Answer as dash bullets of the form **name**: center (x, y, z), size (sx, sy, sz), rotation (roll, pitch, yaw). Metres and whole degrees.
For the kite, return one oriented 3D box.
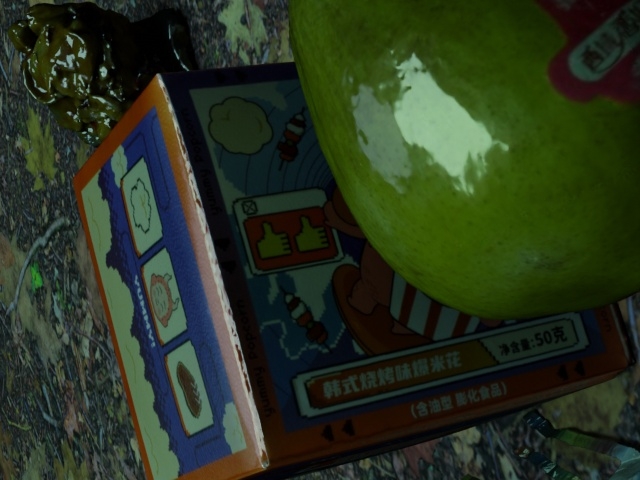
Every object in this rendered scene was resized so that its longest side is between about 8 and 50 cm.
- **kite**: center (0.210, 0.211, 1.047), size (0.015, 0.169, 0.310), rotation (61, 159, -18)

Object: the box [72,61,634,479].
- **box**: center (0.016, 0.025, 1.125), size (0.257, 0.349, 0.318), rotation (-37, 65, 57)

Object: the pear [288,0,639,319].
- **pear**: center (0.119, -0.111, 0.930), size (0.375, 0.287, 0.287), rotation (37, 137, 9)

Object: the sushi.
- **sushi**: center (-0.289, -0.222, 1.725), size (0.200, 0.204, 0.213), rotation (-42, 68, 51)
